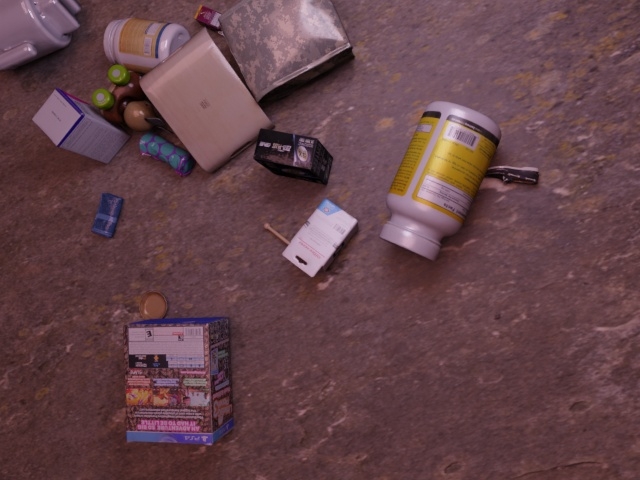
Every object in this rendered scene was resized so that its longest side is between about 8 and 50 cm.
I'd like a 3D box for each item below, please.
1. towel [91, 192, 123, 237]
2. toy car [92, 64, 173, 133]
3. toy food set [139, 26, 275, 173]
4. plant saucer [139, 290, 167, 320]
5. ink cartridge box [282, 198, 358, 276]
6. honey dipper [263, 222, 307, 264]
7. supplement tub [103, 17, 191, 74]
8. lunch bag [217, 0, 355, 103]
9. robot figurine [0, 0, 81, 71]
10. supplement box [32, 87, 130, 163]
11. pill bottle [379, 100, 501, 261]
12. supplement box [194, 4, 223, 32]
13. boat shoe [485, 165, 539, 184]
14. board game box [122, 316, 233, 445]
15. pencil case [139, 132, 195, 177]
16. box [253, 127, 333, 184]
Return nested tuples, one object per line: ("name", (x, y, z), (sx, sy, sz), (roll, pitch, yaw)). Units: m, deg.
("towel", (-0.599, -0.072, 1.589), (0.067, 0.029, 0.120), (17, 89, 14))
("toy car", (-0.481, -0.354, 1.521), (0.188, 0.155, 0.149), (33, 88, 8))
("toy food set", (-0.292, -0.358, 1.473), (0.219, 0.092, 0.306), (-34, 105, 8))
("plant saucer", (-0.453, 0.180, 1.539), (0.083, 0.015, 0.084), (-1, 85, 14))
("ink cartridge box", (0.000, 0.000, 1.401), (0.104, 0.060, 0.180), (36, 80, 14))
("honey dipper", (-0.085, 0.003, 1.459), (0.160, 0.030, 0.030), (39, 95, 16))
("supplement tub", (-0.467, -0.524, 1.536), (0.199, 0.144, 0.145), (13, 89, 14))
("lunch bag", (-0.089, -0.506, 1.415), (0.286, 0.169, 0.236), (-25, 94, 8))
("robot figurine", (-0.864, -0.613, 1.611), (0.353, 0.200, 0.300), (-16, 58, 12))
("supplement box", (-0.635, -0.302, 1.520), (0.111, 0.220, 0.114), (44, 97, 14))
("pill bottle", (0.266, -0.131, 1.302), (0.187, 0.188, 0.334), (25, 92, 14))
("supplement box", (-0.293, -0.601, 1.546), (0.083, 0.055, 0.043), (28, 92, 13))
("boat shoe", (0.450, -0.151, 1.334), (0.125, 0.046, 0.038), (3, 81, 6))
("board game box", (-0.356, 0.347, 1.429), (0.231, 0.141, 0.291), (-2, 88, 13))
("pencil case", (-0.419, -0.235, 1.541), (0.151, 0.064, 0.070), (27, 72, 15))
("box", (-0.063, -0.203, 1.392), (0.147, 0.180, 0.078), (13, 87, 14))
